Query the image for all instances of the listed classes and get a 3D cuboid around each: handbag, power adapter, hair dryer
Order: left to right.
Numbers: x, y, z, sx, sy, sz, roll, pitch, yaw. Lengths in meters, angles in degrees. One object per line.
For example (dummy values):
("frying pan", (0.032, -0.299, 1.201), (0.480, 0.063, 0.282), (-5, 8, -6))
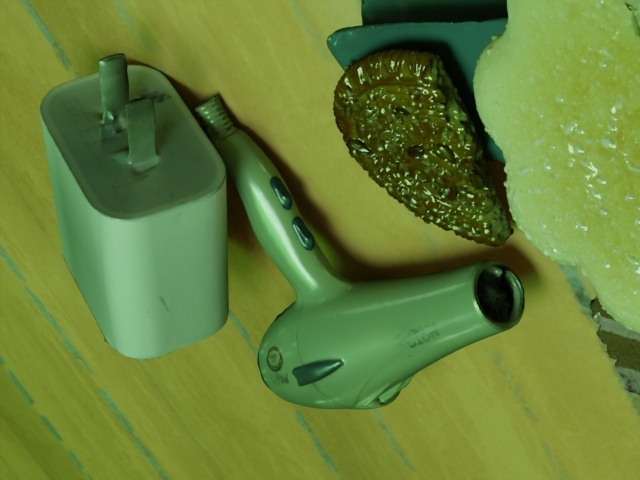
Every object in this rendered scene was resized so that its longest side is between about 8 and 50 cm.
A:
("power adapter", (-0.163, -0.046, 1.139), (0.187, 0.124, 0.255), (54, 156, 35))
("hair dryer", (0.032, 0.019, 1.085), (0.296, 0.119, 0.298), (4, 120, 43))
("handbag", (0.125, -0.109, 0.904), (0.221, 0.057, 0.144), (5, 137, 39))

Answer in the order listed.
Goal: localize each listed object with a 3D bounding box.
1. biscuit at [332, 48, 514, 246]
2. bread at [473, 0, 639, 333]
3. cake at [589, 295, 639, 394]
("biscuit", (0.067, -0.066, 0.954), (0.126, 0.025, 0.206), (14, 150, 35))
("bread", (0.171, -0.039, 0.693), (0.251, 0.039, 0.182), (46, 133, 28))
("cake", (0.314, 0.094, 0.891), (0.295, 0.113, 0.116), (8, 132, 45))
